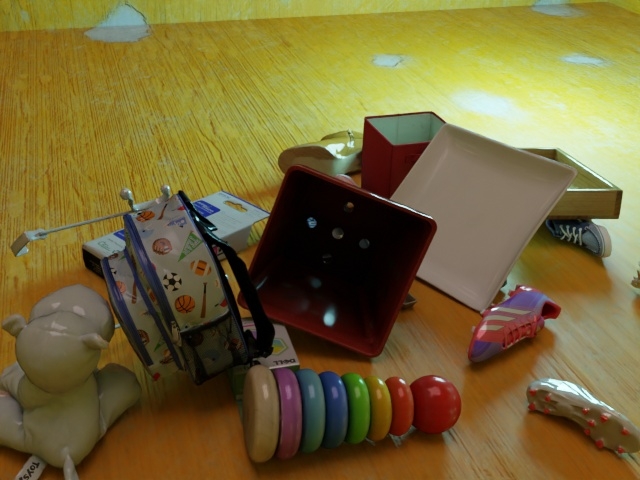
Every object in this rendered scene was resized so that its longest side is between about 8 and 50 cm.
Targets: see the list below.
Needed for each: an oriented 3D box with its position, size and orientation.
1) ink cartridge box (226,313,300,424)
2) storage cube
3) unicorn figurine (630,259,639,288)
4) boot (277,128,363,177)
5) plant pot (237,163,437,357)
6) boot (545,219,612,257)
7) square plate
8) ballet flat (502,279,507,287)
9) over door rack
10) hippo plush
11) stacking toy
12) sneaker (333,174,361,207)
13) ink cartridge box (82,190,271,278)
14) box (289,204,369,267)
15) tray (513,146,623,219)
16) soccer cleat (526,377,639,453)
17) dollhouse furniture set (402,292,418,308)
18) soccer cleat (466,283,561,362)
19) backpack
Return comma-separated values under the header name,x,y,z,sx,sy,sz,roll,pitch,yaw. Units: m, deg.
name,x,y,z,sx,sy,sz,roll,pitch,yaw
ink cartridge box,-0.098,0.207,1.346,0.109,0.062,0.209,-6,30,-13
storage cube,0.213,-0.181,1.927,0.184,0.193,0.215,-8,30,-16
unicorn figurine,0.679,0.074,1.641,0.111,0.060,0.162,6,13,9
boot,0.017,-0.227,2.111,0.295,0.104,0.211,-1,24,-15
plant pot,0.030,0.011,1.476,0.267,0.267,0.236,22,14,-3
boot,0.563,-0.011,1.778,0.086,0.069,0.190,-6,21,-3
square plate,0.301,-0.055,1.686,0.344,0.049,0.347,29,80,39
ballet flat,0.334,0.067,1.654,0.041,0.041,0.114,-21,36,-34
over door rack,-0.351,0.037,1.482,0.324,0.108,0.239,-24,74,-39
hippo plush,-0.403,0.193,1.176,0.234,0.236,0.294,5,29,5
stacking toy,0.054,0.256,1.223,0.330,0.141,0.141,2,28,-15
sneaker,0.051,-0.118,1.947,0.070,0.051,0.134,-12,36,-33
ink cartridge box,-0.293,-0.002,1.710,0.176,0.069,0.371,26,40,37
box,0.000,0.000,1.724,0.175,0.051,0.220,-9,30,-10
tray,0.534,-0.142,1.933,0.203,0.076,0.411,-1,19,-3
soccer cleat,0.417,0.264,1.269,0.196,0.068,0.076,23,33,39
dollhouse furniture set,0.164,0.070,1.585,0.091,0.081,0.114,-14,33,-26
soccer cleat,0.346,0.153,1.455,0.095,0.083,0.248,25,34,28
backpack,-0.227,0.068,1.275,0.213,0.263,0.276,-21,34,-21
